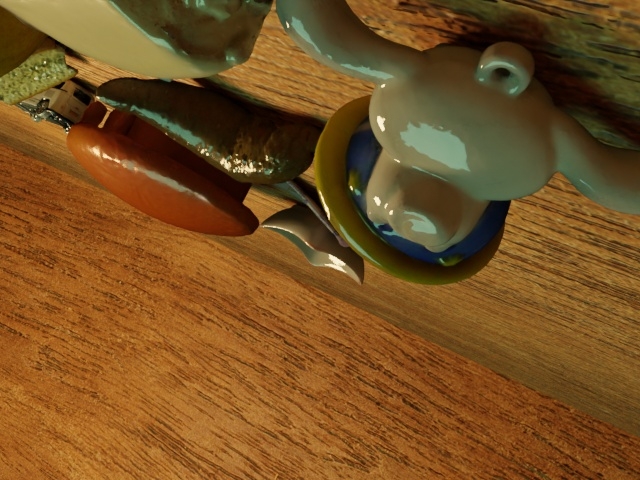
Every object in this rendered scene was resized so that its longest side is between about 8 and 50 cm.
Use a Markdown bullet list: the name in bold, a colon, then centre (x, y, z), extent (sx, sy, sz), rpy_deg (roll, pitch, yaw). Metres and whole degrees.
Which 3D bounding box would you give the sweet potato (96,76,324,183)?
- **sweet potato**: centre (-0.120, -0.136, 0.879), extent (0.310, 0.098, 0.124), rpy_deg (21, 171, 10)

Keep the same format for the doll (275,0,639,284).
- **doll**: centre (0.066, -0.067, 0.540), extent (0.311, 0.159, 0.243), rpy_deg (34, 170, -19)

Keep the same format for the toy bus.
- **toy bus**: centre (-0.502, -0.261, 1.273), extent (0.194, 0.089, 0.087), rpy_deg (21, 170, 34)

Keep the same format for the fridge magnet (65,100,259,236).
- **fridge magnet**: centre (-0.269, -0.114, 1.228), extent (0.364, 0.155, 0.363), rpy_deg (26, 171, 4)

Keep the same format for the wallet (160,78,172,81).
- **wallet**: centre (-0.218, -0.239, 0.781), extent (0.095, 0.033, 0.190), rpy_deg (27, 170, 10)

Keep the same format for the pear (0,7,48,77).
- **pear**: centre (-0.364, -0.247, 0.682), extent (0.200, 0.200, 0.200), rpy_deg (26, 171, 5)

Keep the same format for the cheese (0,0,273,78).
- **cheese**: centre (-0.159, -0.216, 0.457), extent (0.233, 0.127, 0.266), rpy_deg (13, 167, 45)

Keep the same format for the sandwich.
- **sandwich**: centre (-0.506, -0.283, 1.063), extent (0.236, 0.128, 0.122), rpy_deg (25, 179, 16)

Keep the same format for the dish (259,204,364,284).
- **dish**: centre (0.000, 0.000, 1.360), extent (0.151, 0.077, 0.212), rpy_deg (22, 170, 38)

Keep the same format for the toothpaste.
- **toothpaste**: centre (-0.024, -0.064, 1.178), extent (0.301, 0.048, 0.075), rpy_deg (35, 173, -31)
